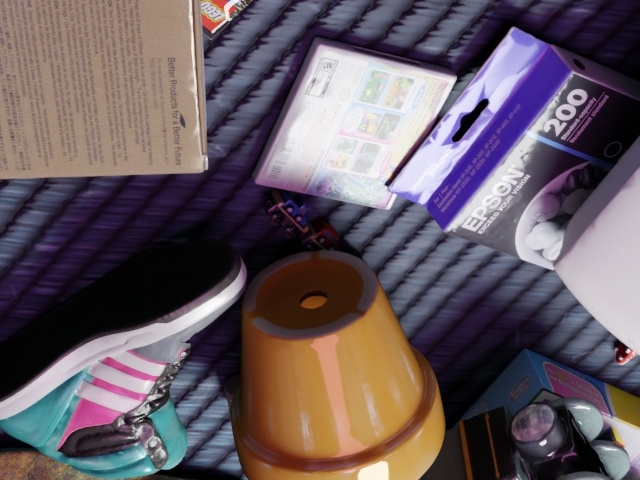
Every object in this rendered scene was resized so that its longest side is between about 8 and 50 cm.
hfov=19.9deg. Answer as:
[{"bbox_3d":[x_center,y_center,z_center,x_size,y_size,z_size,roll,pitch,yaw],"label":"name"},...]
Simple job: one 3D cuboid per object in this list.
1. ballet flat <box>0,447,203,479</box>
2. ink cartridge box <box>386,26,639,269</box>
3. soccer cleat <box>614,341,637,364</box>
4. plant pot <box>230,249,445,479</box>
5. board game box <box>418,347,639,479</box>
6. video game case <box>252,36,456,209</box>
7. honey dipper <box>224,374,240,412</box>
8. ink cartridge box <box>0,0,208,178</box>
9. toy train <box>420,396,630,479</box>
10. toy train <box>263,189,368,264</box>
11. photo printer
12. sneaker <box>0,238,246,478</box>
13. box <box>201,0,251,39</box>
[{"bbox_3d":[-0.212,0.288,1.854,0.349,0.123,0.123,12,123,-25],"label":"ballet flat"},{"bbox_3d":[0.201,-0.081,1.717,0.208,0.045,0.206,18,121,-34],"label":"ink cartridge box"},{"bbox_3d":[0.344,0.102,1.932,0.036,0.029,0.083,22,114,-26],"label":"soccer cleat"},{"bbox_3d":[0.005,0.120,1.727,0.205,0.205,0.188,-16,128,-4],"label":"plant pot"},{"bbox_3d":[0.276,0.268,2.021,0.317,0.064,0.242,24,118,-32],"label":"board game box"},{"bbox_3d":[0.030,-0.104,1.673,0.143,0.019,0.157,11,123,-25],"label":"video game case"},{"bbox_3d":[-0.074,0.201,1.885,0.030,0.030,0.160,-14,135,-6],"label":"honey dipper"},{"bbox_3d":[-0.191,-0.159,1.474,0.193,0.088,0.234,-2,138,-3],"label":"ink cartridge box"},{"bbox_3d":[0.240,0.291,1.906,0.190,0.142,0.334,-21,134,16],"label":"toy train"},{"bbox_3d":[0.000,0.000,1.743,0.036,0.027,0.158,-39,129,11],"label":"toy train"},{"bbox_3d":[0.375,0.000,1.664,0.256,0.107,0.307,37,129,1],"label":"photo printer"},{"bbox_3d":[-0.162,0.129,1.730,0.296,0.123,0.178,-28,126,17],"label":"sneaker"},{"bbox_3d":[-0.117,-0.284,1.463,0.159,0.044,0.233,-42,128,18],"label":"box"}]
